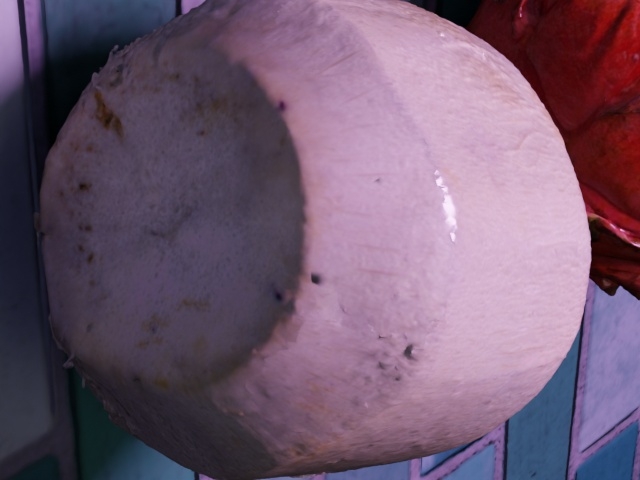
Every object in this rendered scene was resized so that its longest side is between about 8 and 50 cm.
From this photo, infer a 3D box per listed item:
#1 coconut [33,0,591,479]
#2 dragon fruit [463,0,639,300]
[{"bbox_3d":[0.000,0.000,0.902,0.247,0.245,0.245,8,104,-54],"label":"coconut"},{"bbox_3d":[0.189,-0.083,1.094,0.241,0.241,0.252,-31,125,-38],"label":"dragon fruit"}]
